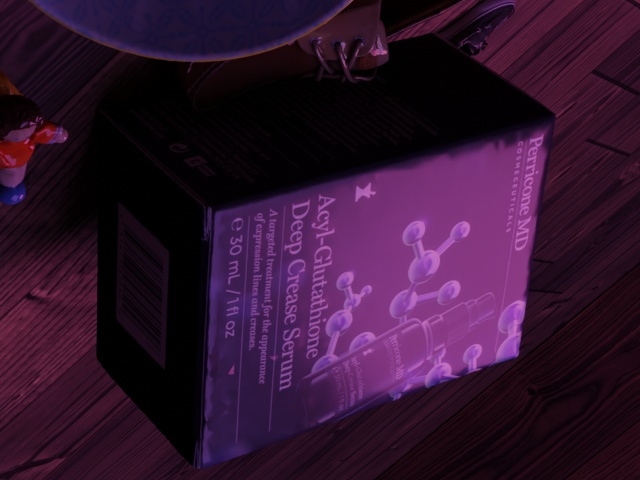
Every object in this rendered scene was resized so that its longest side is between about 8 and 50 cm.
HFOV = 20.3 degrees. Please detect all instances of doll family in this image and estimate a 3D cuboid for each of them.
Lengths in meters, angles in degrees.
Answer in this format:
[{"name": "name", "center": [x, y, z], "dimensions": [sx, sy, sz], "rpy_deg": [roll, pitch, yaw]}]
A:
[{"name": "doll family", "center": [-0.325, -0.102, 1.338], "dimensions": [0.263, 0.118, 0.163], "rpy_deg": [-8, 159, -21]}]

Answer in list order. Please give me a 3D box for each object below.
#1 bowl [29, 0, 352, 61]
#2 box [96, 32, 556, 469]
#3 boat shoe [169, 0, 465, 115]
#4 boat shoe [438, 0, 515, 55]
[{"name": "bowl", "center": [-0.084, -0.278, 1.163], "dimensions": [0.289, 0.289, 0.156], "rpy_deg": [-47, -157, 31]}, {"name": "box", "center": [0.000, 0.000, 1.748], "dimensions": [0.395, 0.212, 0.293], "rpy_deg": [-17, 128, -30]}, {"name": "boat shoe", "center": [0.017, -0.208, 1.637], "dimensions": [0.324, 0.120, 0.122], "rpy_deg": [-33, 162, -8]}, {"name": "boat shoe", "center": [0.164, -0.223, 2.000], "dimensions": [0.142, 0.040, 0.049], "rpy_deg": [-34, 162, -6]}]
